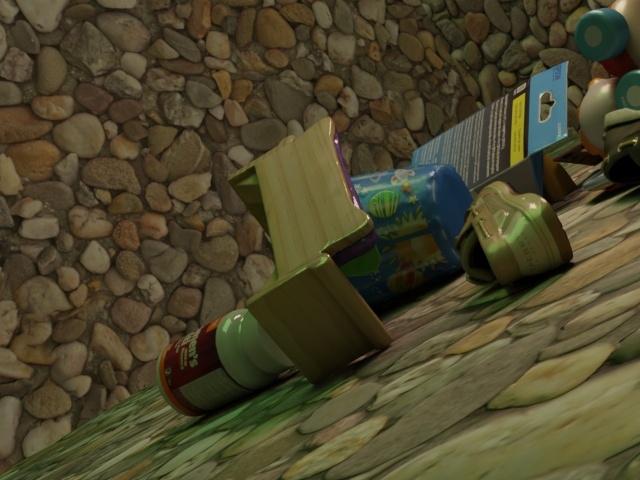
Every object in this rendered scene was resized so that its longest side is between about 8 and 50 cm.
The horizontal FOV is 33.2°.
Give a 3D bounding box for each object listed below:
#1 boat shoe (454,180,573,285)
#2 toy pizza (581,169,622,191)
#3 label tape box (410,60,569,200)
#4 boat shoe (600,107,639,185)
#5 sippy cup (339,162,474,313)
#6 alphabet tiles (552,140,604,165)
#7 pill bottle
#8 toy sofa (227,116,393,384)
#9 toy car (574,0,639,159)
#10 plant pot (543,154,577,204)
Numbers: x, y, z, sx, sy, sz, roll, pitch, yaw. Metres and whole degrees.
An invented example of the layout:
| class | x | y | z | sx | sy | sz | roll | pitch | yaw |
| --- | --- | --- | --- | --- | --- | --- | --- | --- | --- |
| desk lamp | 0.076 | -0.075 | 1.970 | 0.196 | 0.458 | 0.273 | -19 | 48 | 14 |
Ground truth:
| class | x | y | z | sx | sy | sz | roll | pitch | yaw |
| --- | --- | --- | --- | --- | --- | --- | --- | --- | --- |
| boat shoe | 0.203 | 0.000 | 1.259 | 0.098 | 0.109 | 0.302 | -28 | 6 | -2 |
| toy pizza | 0.476 | -0.116 | 1.565 | 0.201 | 0.032 | 0.201 | -30 | 0 | 0 |
| label tape box | 0.313 | -0.135 | 1.883 | 0.347 | 0.115 | 0.249 | -30 | 29 | 31 |
| boat shoe | 0.430 | -0.120 | 1.319 | 0.109 | 0.091 | 0.305 | 9 | -1 | -7 |
| sippy cup | 0.119 | -0.014 | 1.668 | 0.224 | 0.240 | 0.306 | -17 | 41 | 30 |
| alphabet tiles | 0.554 | -0.192 | 1.964 | 0.198 | 0.009 | 0.237 | -34 | -18 | 31 |
| pill bottle | -0.131 | 0.172 | 1.575 | 0.221 | 0.121 | 0.121 | -29 | 0 | 36 |
| toy sofa | 0.000 | 0.000 | 1.393 | 0.177 | 0.150 | 0.362 | -32 | 29 | 8 |
| toy car | 0.450 | -0.223 | 1.602 | 0.219 | 0.210 | 0.238 | -17 | -20 | -38 |
| plant pot | 0.398 | -0.106 | 1.949 | 0.081 | 0.083 | 0.081 | -31 | 1 | -39 |
